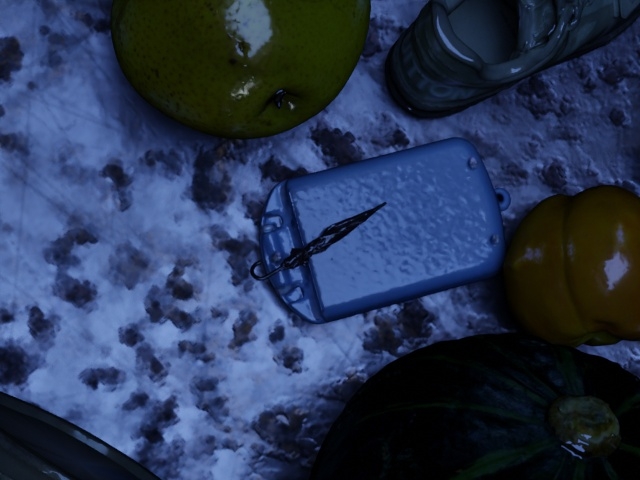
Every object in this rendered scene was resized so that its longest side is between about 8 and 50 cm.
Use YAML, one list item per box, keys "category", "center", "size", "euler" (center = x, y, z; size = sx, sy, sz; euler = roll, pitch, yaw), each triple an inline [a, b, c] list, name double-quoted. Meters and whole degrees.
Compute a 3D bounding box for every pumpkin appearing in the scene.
- category: "pumpkin"
  center: [0.142, 0.198, 1.205]
  size: [0.315, 0.238, 0.315]
  euler: [10, 42, -9]

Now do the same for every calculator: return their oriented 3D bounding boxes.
- category: "calculator"
  center: [0.055, -0.009, 1.336]
  size: [0.210, 0.039, 0.121]
  euler: [-16, 88, -13]

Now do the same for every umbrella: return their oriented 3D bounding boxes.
- category: "umbrella"
  center: [0.001, 0.002, 1.297]
  size: [0.122, 0.013, 0.022]
  euler: [-27, 68, -12]

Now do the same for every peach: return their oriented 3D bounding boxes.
- category: "peach"
  center: [0.213, 0.021, 1.318]
  size: [0.138, 0.138, 0.138]
  euler: [1, 83, -11]

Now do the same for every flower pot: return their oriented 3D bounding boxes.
- category: "flower pot"
  center: [-0.220, 0.230, 1.184]
  size: [0.212, 0.212, 0.202]
  euler: [34, 89, -6]

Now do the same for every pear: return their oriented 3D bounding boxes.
- category: "pear"
  center: [-0.061, -0.169, 1.264]
  size: [0.198, 0.198, 0.198]
  euler: [1, 83, -11]

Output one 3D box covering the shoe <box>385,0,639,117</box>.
- category: "shoe"
  center: [0.191, -0.199, 1.330]
  size: [0.293, 0.149, 0.109]
  euler: [-32, 89, -12]
